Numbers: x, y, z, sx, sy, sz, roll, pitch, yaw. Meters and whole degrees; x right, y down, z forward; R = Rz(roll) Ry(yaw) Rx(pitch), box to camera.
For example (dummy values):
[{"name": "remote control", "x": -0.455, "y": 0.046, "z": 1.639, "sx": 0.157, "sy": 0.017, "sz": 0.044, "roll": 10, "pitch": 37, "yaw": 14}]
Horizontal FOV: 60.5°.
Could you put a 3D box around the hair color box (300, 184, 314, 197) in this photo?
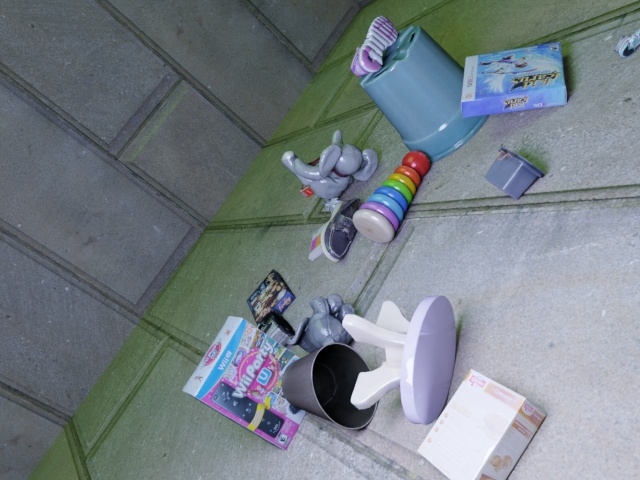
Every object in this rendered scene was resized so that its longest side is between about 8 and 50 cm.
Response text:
[{"name": "hair color box", "x": -0.023, "y": -0.248, "z": 2.411, "sx": 0.141, "sy": 0.043, "sz": 0.072, "roll": -25, "pitch": 35, "yaw": 45}]

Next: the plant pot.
[{"name": "plant pot", "x": 0.328, "y": -0.487, "z": 1.784, "sx": 0.341, "sy": 0.334, "sz": 0.341, "roll": -38, "pitch": 26, "yaw": 23}]

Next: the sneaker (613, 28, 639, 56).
[{"name": "sneaker", "x": 0.784, "y": -0.511, "z": 1.380, "sx": 0.098, "sy": 0.038, "sz": 0.069, "roll": -41, "pitch": 26, "yaw": 20}]

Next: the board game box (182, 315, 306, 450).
[{"name": "board game box", "x": -0.166, "y": 0.371, "z": 1.427, "sx": 0.097, "sy": 0.303, "sz": 0.224, "roll": -5, "pitch": 50, "yaw": 58}]

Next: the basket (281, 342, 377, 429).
[{"name": "basket", "x": 0.007, "y": 0.352, "z": 1.334, "sx": 0.154, "sy": 0.204, "sz": 0.227, "roll": -31, "pitch": 2, "yaw": -29}]

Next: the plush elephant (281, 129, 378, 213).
[{"name": "plush elephant", "x": 0.054, "y": -0.292, "z": 2.083, "sx": 0.255, "sy": 0.272, "sz": 0.330, "roll": -53, "pitch": 49, "yaw": 29}]

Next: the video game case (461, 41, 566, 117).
[{"name": "video game case", "x": 0.544, "y": -0.458, "z": 1.556, "sx": 0.270, "sy": 0.061, "sz": 0.244, "roll": -3, "pitch": 46, "yaw": 22}]

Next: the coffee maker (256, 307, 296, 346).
[{"name": "coffee maker", "x": -0.175, "y": 0.329, "z": 1.771, "sx": 0.178, "sy": 0.120, "sz": 0.171, "roll": -48, "pitch": 0, "yaw": 2}]

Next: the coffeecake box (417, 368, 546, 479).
[{"name": "coffeecake box", "x": 0.282, "y": 0.343, "z": 0.973, "sx": 0.185, "sy": 0.068, "sz": 0.142, "roll": -54, "pitch": 24, "yaw": -8}]

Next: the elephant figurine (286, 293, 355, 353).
[{"name": "elephant figurine", "x": -0.009, "y": 0.269, "z": 1.533, "sx": 0.239, "sy": 0.186, "sz": 0.169, "roll": -44, "pitch": 65, "yaw": 39}]

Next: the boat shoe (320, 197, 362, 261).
[{"name": "boat shoe", "x": 0.079, "y": -0.048, "z": 1.869, "sx": 0.092, "sy": 0.103, "sz": 0.285, "roll": -36, "pitch": 21, "yaw": 39}]

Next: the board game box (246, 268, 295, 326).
[{"name": "board game box", "x": -0.187, "y": 0.216, "z": 2.017, "sx": 0.165, "sy": 0.042, "sz": 0.243, "roll": -50, "pitch": 24, "yaw": 1}]

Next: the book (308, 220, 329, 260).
[{"name": "book", "x": 0.000, "y": 0.000, "z": 2.022, "sx": 0.096, "sy": 0.035, "sz": 0.144, "roll": -38, "pitch": 26, "yaw": 33}]

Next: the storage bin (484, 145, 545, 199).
[{"name": "storage bin", "x": 0.473, "y": -0.169, "z": 1.371, "sx": 0.091, "sy": 0.098, "sz": 0.135, "roll": -56, "pitch": 22, "yaw": 14}]

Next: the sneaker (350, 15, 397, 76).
[{"name": "sneaker", "x": 0.160, "y": -0.607, "z": 1.733, "sx": 0.104, "sy": 0.095, "sz": 0.236, "roll": -24, "pitch": 35, "yaw": 58}]

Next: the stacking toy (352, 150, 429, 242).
[{"name": "stacking toy", "x": 0.237, "y": -0.155, "z": 1.722, "sx": 0.141, "sy": 0.141, "sz": 0.330, "roll": -7, "pitch": 44, "yaw": 57}]

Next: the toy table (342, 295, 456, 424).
[{"name": "toy table", "x": 0.169, "y": 0.238, "z": 1.144, "sx": 0.161, "sy": 0.252, "sz": 0.274, "roll": -6, "pitch": 34, "yaw": 37}]
